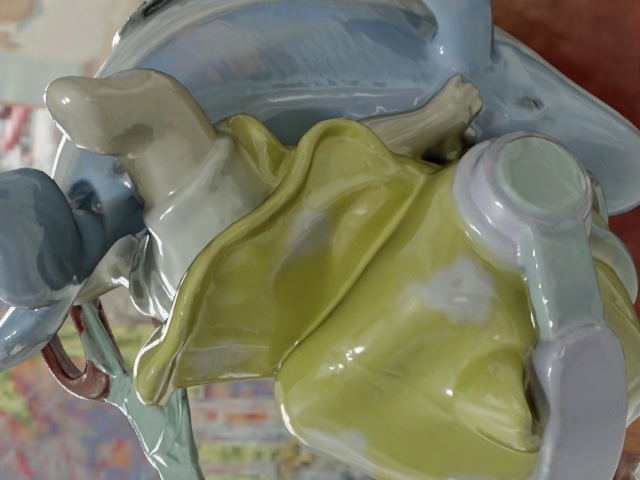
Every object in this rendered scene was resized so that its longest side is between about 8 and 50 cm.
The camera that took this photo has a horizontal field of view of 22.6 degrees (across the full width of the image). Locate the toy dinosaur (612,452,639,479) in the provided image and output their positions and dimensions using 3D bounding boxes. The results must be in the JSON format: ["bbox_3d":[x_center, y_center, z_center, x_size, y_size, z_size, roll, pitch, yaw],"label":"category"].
[{"bbox_3d":[0.153,0.131,0.835,0.142,0.057,0.212,66,-149,-51],"label":"toy dinosaur"}]

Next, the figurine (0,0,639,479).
[{"bbox_3d":[0.000,0.000,0.430,0.128,0.208,0.184,107,142,-56],"label":"figurine"}]

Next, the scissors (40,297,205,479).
[{"bbox_3d":[-0.058,0.092,0.650,0.144,0.017,0.247,-40,63,45],"label":"scissors"}]

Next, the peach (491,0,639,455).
[{"bbox_3d":[0.128,-0.092,0.638,0.370,0.370,0.370,-176,90,-67],"label":"peach"}]
